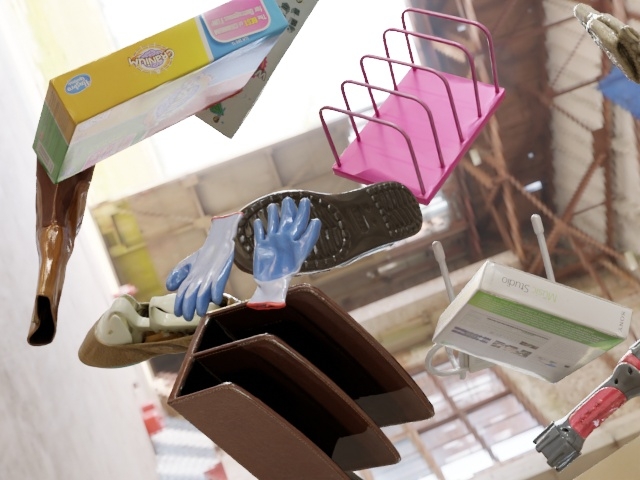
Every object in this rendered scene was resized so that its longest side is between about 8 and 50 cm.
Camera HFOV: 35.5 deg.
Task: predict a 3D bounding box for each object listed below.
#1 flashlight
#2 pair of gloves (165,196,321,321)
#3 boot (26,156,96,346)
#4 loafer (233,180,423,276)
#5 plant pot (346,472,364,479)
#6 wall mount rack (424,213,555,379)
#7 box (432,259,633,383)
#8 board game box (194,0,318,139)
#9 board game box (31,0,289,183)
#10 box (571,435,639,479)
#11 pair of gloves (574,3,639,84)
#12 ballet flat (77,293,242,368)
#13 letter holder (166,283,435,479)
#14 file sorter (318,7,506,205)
[{"bbox_3d":[0.535,0.310,1.871,0.103,0.304,0.103,37,12,-44],"label":"flashlight"},{"bbox_3d":[-0.094,0.021,1.167,0.023,0.198,0.159,54,40,-41],"label":"pair of gloves"},{"bbox_3d":[-0.393,-0.027,1.448,0.264,0.096,0.280,118,-21,-45],"label":"boot"},{"bbox_3d":[0.000,0.000,1.574,0.130,0.365,0.134,-38,-114,49],"label":"loafer"},{"bbox_3d":[0.023,0.539,1.865,0.167,0.187,0.188,54,-43,20],"label":"plant pot"},{"bbox_3d":[0.350,0.124,1.963,0.130,0.350,0.304,-113,-170,-48],"label":"wall mount rack"},{"bbox_3d":[0.327,0.139,1.606,0.322,0.232,0.059,110,-1,-70],"label":"box"},{"bbox_3d":[-0.083,-0.340,1.597,0.097,0.303,0.224,33,30,-7],"label":"board game box"},{"bbox_3d":[-0.218,-0.204,1.328,0.064,0.316,0.242,59,-24,2],"label":"board game box"},{"bbox_3d":[0.404,0.395,1.357,0.121,0.311,0.148,31,27,-36],"label":"box"},{"bbox_3d":[0.399,-0.178,1.183,0.240,0.042,0.204,48,17,-15],"label":"pair of gloves"},{"bbox_3d":[-0.274,0.139,1.676,0.124,0.342,0.116,63,28,-47],"label":"ballet flat"},{"bbox_3d":[-0.010,0.220,1.327,0.302,0.214,0.152,47,42,-29],"label":"letter holder"},{"bbox_3d":[0.162,-0.249,1.765,0.202,0.291,0.182,21,-29,31],"label":"file sorter"}]
